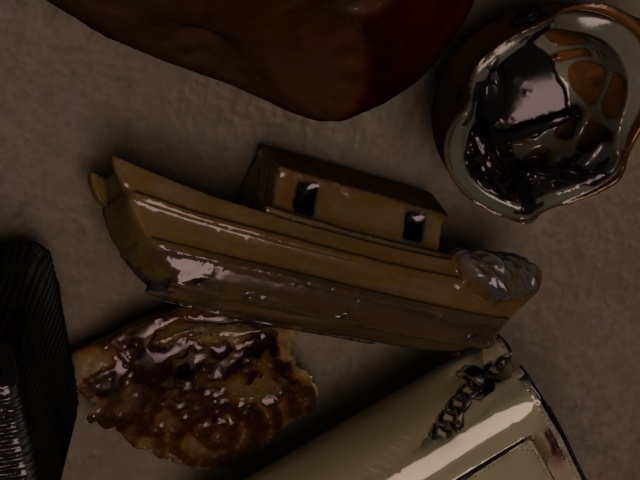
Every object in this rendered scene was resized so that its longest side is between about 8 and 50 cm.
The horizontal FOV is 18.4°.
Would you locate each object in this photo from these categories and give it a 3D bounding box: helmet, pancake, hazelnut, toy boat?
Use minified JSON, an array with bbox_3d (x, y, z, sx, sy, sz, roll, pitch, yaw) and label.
[{"bbox_3d":[0.196,-0.134,1.846,0.224,0.130,0.198,-37,124,-9],"label":"helmet"},{"bbox_3d":[-0.115,0.120,1.917,0.257,0.056,0.212,27,112,-34],"label":"pancake"},{"bbox_3d":[-0.043,-0.288,1.582,0.409,0.359,0.359,18,109,-34],"label":"hazelnut"},{"bbox_3d":[0.000,0.000,1.846,0.445,0.136,0.162,12,74,-24],"label":"toy boat"}]

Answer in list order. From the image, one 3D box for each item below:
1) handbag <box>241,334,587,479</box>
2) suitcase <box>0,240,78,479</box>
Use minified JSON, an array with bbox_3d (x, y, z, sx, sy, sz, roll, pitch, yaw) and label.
[{"bbox_3d":[0.073,0.265,1.974,0.358,0.160,0.237,-30,138,-1],"label":"handbag"},{"bbox_3d":[-0.296,0.132,1.714,0.128,0.312,0.202,-6,110,3],"label":"suitcase"}]
